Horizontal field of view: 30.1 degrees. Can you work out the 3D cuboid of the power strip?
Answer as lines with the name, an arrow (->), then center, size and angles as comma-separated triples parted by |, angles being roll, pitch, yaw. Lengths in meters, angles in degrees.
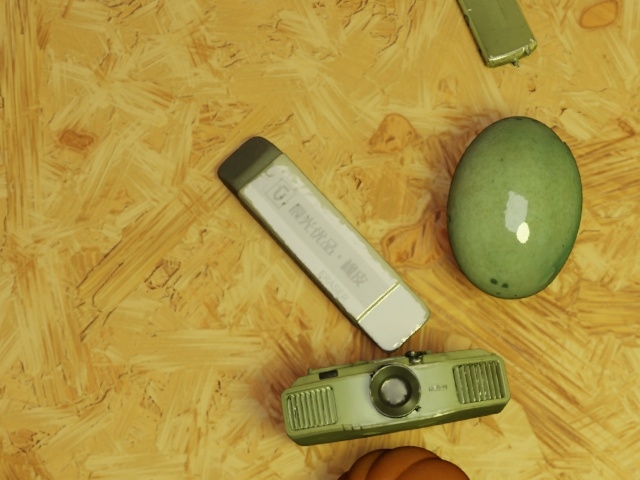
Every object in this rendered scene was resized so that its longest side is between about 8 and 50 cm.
power strip -> 0.238, -0.309, 1.635 | 0.076, 0.028, 0.169 | -21, 75, -1

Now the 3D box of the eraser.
eraser -> 0.000, 0.000, 1.566 | 0.089, 0.061, 0.352 | -43, 79, -6

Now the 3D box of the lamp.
lamp -> 0.098, 0.355, 1.411 | 0.223, 0.196, 0.223 | -8, 78, 42

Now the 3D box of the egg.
egg -> 0.245, -0.042, 1.503 | 0.169, 0.169, 0.236 | 9, 80, 6

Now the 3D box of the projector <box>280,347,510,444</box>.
projector -> 0.090, 0.189, 1.449 | 0.269, 0.193, 0.088 | -10, 76, 1
